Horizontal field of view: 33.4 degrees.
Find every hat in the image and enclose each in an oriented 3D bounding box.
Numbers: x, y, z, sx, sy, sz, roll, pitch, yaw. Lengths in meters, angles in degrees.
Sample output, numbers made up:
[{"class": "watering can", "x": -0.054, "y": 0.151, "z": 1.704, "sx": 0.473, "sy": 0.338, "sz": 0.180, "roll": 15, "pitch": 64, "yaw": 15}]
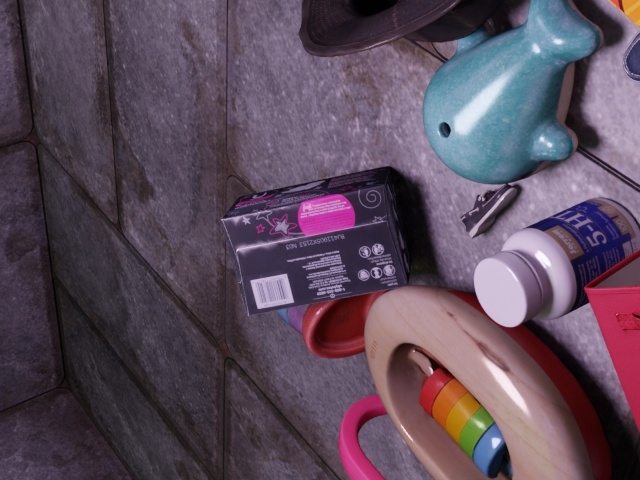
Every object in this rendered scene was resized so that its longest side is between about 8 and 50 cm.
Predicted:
[{"class": "hat", "x": 0.132, "y": -0.314, "z": 1.260, "sx": 0.134, "sy": 0.331, "sz": 0.331, "roll": 36, "pitch": 171, "yaw": -37}]

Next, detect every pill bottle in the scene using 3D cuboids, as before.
[{"class": "pill bottle", "x": 0.276, "y": 0.029, "z": 1.243, "sx": 0.112, "sy": 0.186, "sz": 0.112, "roll": 37, "pitch": 138, "yaw": 42}]

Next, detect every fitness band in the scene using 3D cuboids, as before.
[{"class": "fitness band", "x": 0.155, "y": 0.342, "z": 1.629, "sx": 0.291, "sy": 0.209, "sz": 0.054, "roll": 45, "pitch": 144, "yaw": 36}]

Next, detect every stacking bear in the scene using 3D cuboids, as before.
[{"class": "stacking bear", "x": -0.028, "y": 0.049, "z": 1.803, "sx": 0.289, "sy": 0.164, "sz": 0.175, "roll": 48, "pitch": 145, "yaw": 39}]

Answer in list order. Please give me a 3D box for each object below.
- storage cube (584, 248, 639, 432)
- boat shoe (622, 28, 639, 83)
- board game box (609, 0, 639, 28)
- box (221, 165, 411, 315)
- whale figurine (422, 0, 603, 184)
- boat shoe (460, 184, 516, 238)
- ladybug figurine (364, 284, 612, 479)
[{"class": "storage cube", "x": 0.410, "y": 0.091, "z": 1.044, "sx": 0.183, "sy": 0.215, "sz": 0.193, "roll": -6, "pitch": 110, "yaw": 59}, {"class": "boat shoe", "x": 0.350, "y": -0.202, "z": 1.069, "sx": 0.065, "sy": 0.083, "sz": 0.183, "roll": 65, "pitch": 151, "yaw": 5}, {"class": "board game box", "x": 0.433, "y": -0.250, "z": 0.623, "sx": 0.356, "sy": 0.356, "sz": 0.356, "roll": 51, "pitch": 146, "yaw": 27}, {"class": "box", "x": 0.000, "y": 0.000, "z": 1.599, "sx": 0.142, "sy": 0.247, "sz": 0.163, "roll": -65, "pitch": -38, "yaw": -72}, {"class": "whale figurine", "x": 0.216, "y": -0.177, "z": 1.250, "sx": 0.216, "sy": 0.141, "sz": 0.272, "roll": 58, "pitch": 148, "yaw": 17}, {"class": "boat shoe", "x": 0.223, "y": -0.046, "z": 1.428, "sx": 0.038, "sy": 0.046, "sz": 0.125, "roll": 54, "pitch": 157, "yaw": 14}, {"class": "ladybug figurine", "x": 0.239, "y": 0.230, "z": 1.464, "sx": 0.449, "sy": 0.162, "sz": 0.305, "roll": 48, "pitch": 145, "yaw": 32}]
